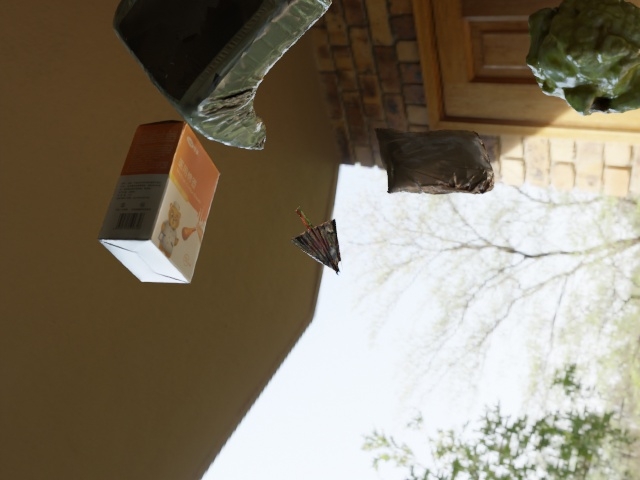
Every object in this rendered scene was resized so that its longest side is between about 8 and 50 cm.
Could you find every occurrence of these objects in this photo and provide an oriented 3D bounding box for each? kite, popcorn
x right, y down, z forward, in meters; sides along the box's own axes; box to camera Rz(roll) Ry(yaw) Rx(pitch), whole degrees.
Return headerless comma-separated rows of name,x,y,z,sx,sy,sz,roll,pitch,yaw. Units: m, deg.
kite,0.000,0.000,1.600,0.183,0.014,0.241,56,-150,-2
popcorn,0.490,-0.338,1.261,0.195,0.255,0.256,-42,-1,-10

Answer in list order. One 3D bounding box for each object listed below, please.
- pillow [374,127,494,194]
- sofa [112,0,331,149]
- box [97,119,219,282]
pillow,0.222,-0.159,1.365,0.270,0.067,0.173,-1,-124,-26
sofa,-0.108,-0.260,0.864,0.225,0.210,0.176,-48,-20,16
box,-0.381,-0.095,1.702,0.225,0.143,0.341,63,-147,-56
